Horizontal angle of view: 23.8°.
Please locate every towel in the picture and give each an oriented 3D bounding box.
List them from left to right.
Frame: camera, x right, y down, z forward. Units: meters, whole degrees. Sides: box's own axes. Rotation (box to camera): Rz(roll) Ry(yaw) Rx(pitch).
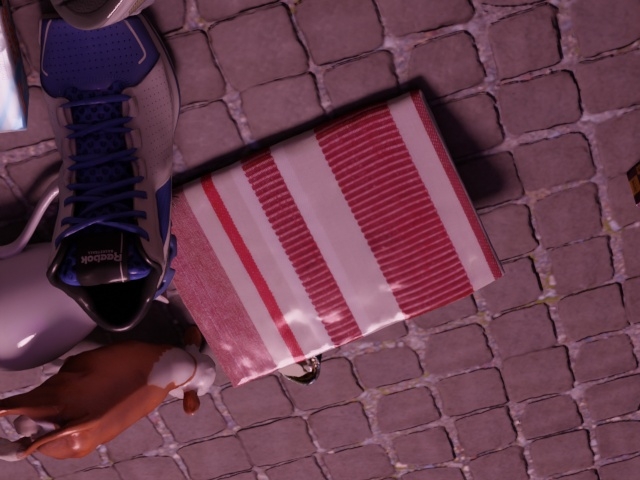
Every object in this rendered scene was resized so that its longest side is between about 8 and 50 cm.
[{"bbox_3d":[0.000,0.000,1.598,0.329,0.037,0.237,-22,112,13],"label":"towel"}]

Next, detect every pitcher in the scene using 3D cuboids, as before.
[{"bbox_3d":[-0.287,0.034,1.591,0.207,0.125,0.178,-25,113,2],"label":"pitcher"}]

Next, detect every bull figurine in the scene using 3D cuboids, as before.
[{"bbox_3d":[-0.245,0.167,1.654,0.188,0.310,0.101,-11,92,21],"label":"bull figurine"}]

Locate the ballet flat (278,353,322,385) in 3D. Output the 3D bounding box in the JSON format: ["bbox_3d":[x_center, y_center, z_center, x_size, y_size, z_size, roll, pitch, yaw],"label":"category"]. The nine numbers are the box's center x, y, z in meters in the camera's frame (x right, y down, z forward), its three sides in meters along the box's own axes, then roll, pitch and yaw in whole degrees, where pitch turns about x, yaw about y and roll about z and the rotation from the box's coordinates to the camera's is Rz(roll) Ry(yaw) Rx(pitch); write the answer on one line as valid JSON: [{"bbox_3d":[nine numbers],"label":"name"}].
[{"bbox_3d":[-0.059,0.103,1.711,0.070,0.070,0.188,-34,128,23],"label":"ballet flat"}]

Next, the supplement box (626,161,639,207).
[{"bbox_3d":[0.370,-0.071,1.603,0.043,0.055,0.083,27,124,-27],"label":"supplement box"}]

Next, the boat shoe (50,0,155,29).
[{"bbox_3d":[-0.113,-0.306,1.294,0.118,0.103,0.320,49,119,11],"label":"boat shoe"}]

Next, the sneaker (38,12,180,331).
[{"bbox_3d":[-0.191,-0.049,1.418,0.127,0.182,0.316,-5,112,-2],"label":"sneaker"}]

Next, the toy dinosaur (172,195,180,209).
[{"bbox_3d":[-0.190,-0.037,1.546,0.090,0.082,0.047,12,132,-46],"label":"toy dinosaur"}]

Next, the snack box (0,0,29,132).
[{"bbox_3d":[-0.381,-0.228,1.356,0.187,0.060,0.322,-5,134,-1],"label":"snack box"}]
